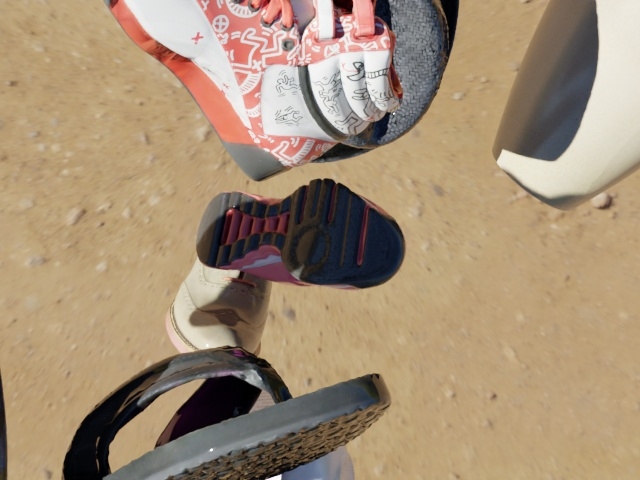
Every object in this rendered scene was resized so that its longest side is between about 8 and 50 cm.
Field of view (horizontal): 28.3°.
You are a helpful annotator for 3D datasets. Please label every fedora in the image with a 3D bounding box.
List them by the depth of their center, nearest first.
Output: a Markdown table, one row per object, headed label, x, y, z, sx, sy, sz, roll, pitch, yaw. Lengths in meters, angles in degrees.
| label | x | y | z | sx | sy | sz | roll | pitch | yaw |
| --- | --- | --- | --- | --- | --- | --- | --- | --- | --- |
| fedora | 0.034 | -0.215 | 1.278 | 0.334 | 0.152 | 0.334 | -11 | 119 | -21 |

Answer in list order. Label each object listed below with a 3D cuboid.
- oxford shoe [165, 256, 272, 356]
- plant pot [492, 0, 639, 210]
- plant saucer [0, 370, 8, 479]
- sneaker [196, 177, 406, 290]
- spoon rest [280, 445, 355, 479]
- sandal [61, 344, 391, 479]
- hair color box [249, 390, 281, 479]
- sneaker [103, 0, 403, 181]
| label | x | y | z | sx | sy | sz | roll | pitch | yaw |
| --- | --- | --- | --- | --- | --- | --- | --- | --- | --- |
| oxford shoe | -0.116 | 0.049 | 1.609 | 0.123 | 0.348 | 0.130 | 19 | 112 | -11 |
| plant pot | 0.338 | -0.179 | 1.535 | 0.256 | 0.256 | 0.274 | 34 | 115 | -5 |
| plant saucer | -0.299 | 0.097 | 0.950 | 0.050 | 0.310 | 0.310 | -10 | 96 | -2 |
| sneaker | 0.000 | -0.001 | 1.439 | 0.136 | 0.314 | 0.115 | 19 | 82 | -42 |
| spoon rest | -0.013 | 0.281 | 1.122 | 0.084 | 0.137 | 0.276 | 1 | 107 | 14 |
| sandal | -0.134 | 0.161 | 1.002 | 0.446 | 0.168 | 0.107 | -28 | 74 | 40 |
| hair color box | -0.019 | 0.336 | 1.558 | 0.110 | 0.185 | 0.339 | -43 | 72 | 11 |
| sneaker | -0.042 | -0.158 | 0.848 | 0.145 | 0.090 | 0.270 | -24 | 136 | 14 |
